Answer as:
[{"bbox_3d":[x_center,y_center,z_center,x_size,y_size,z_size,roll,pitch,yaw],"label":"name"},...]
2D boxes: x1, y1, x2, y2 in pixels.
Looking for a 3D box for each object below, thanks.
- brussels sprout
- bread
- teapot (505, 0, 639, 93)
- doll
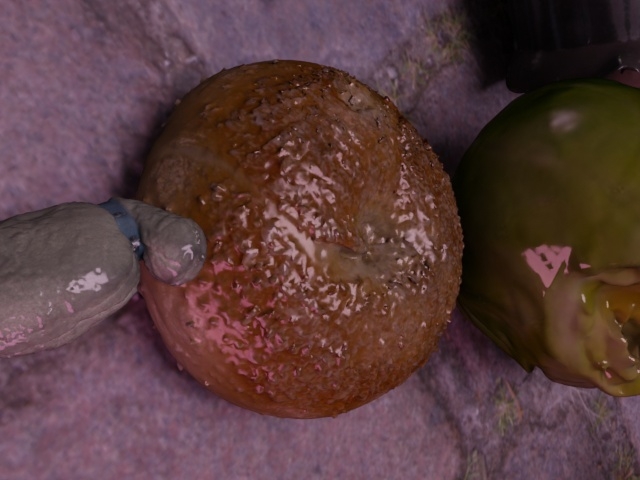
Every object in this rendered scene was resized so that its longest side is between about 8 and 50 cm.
[{"bbox_3d":[0.252,0.013,0.859,0.268,0.344,0.344,-24,105,-12],"label":"brussels sprout"},{"bbox_3d":[0.000,0.000,0.725,0.305,0.158,0.306,3,86,-43],"label":"bread"},{"bbox_3d":[0.295,-0.348,0.971,0.376,0.305,0.362,-51,133,-66],"label":"teapot"},{"bbox_3d":[-0.179,0.022,0.581,0.214,0.104,0.072,-21,145,-10],"label":"doll"}]
